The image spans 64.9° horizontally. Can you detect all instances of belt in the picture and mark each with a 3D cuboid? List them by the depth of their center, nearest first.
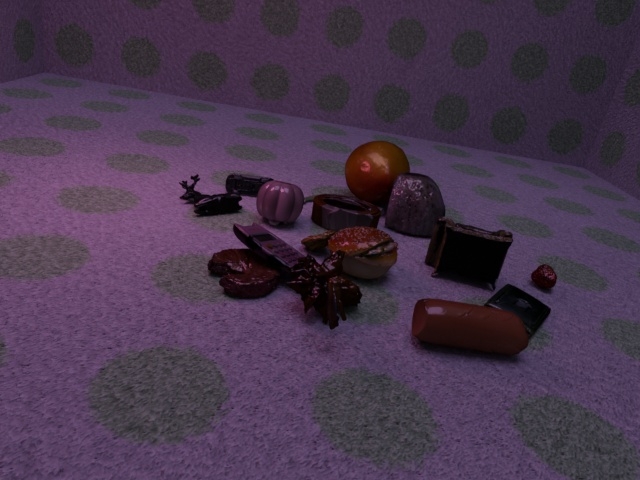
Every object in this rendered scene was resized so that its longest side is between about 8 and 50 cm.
[{"bbox_3d":[0.094,-0.101,1.923,0.262,0.105,0.184,18,27,13],"label":"belt"}]

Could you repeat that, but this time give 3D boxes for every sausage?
[{"bbox_3d":[0.395,0.227,1.325,0.304,0.121,0.121,10,24,-7],"label":"sausage"}]

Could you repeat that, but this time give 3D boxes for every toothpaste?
[{"bbox_3d":[0.180,-0.153,2.160,0.205,0.036,0.056,23,26,32],"label":"toothpaste"}]

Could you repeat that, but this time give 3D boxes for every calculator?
[{"bbox_3d":[-0.123,0.038,1.520,0.294,0.043,0.194,34,11,13],"label":"calculator"}]

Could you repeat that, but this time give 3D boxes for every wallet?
[{"bbox_3d":[0.608,0.206,1.547,0.160,0.055,0.236,33,31,27],"label":"wallet"}]

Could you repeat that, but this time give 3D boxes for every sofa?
[{"bbox_3d":[0.503,0.027,1.712,0.259,0.200,0.182,12,27,6],"label":"sofa"}]

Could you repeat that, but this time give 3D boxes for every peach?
[{"bbox_3d":[0.238,-0.286,2.196,0.289,0.289,0.307,16,50,9],"label":"peach"}]

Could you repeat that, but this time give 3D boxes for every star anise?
[{"bbox_3d":[0.023,0.130,1.323,0.237,0.148,0.346,35,16,-12],"label":"star anise"}]

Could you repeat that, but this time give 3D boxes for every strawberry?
[{"bbox_3d":[0.784,0.129,1.756,0.083,0.083,0.096,11,26,-2],"label":"strawberry"}]

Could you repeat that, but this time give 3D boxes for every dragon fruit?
[{"bbox_3d":[0.407,-0.154,2.045,0.204,0.221,0.283,15,22,23],"label":"dragon fruit"}]

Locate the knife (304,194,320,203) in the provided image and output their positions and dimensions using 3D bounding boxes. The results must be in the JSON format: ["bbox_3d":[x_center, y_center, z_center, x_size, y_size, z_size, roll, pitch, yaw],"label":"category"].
[{"bbox_3d":[-0.072,-0.167,2.097,0.293,0.019,0.043,-13,35,-41],"label":"knife"}]

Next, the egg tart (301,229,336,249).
[{"bbox_3d":[0.000,0.000,1.690,0.130,0.052,0.130,-17,0,0],"label":"egg tart"}]

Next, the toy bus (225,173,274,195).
[{"bbox_3d":[-0.292,-0.230,2.064,0.194,0.087,0.089,5,18,-13],"label":"toy bus"}]

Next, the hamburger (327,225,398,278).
[{"bbox_3d":[0.133,0.029,1.609,0.237,0.147,0.237,9,21,-3],"label":"hamburger"}]

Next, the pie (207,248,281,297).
[{"bbox_3d":[-0.217,0.086,1.444,0.204,0.054,0.219,-15,36,-44],"label":"pie"}]

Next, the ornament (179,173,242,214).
[{"bbox_3d":[-0.425,-0.179,1.896,0.202,0.080,0.236,-13,33,-35],"label":"ornament"}]

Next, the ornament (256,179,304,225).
[{"bbox_3d":[-0.149,-0.135,1.847,0.178,0.177,0.177,9,24,-4],"label":"ornament"}]
